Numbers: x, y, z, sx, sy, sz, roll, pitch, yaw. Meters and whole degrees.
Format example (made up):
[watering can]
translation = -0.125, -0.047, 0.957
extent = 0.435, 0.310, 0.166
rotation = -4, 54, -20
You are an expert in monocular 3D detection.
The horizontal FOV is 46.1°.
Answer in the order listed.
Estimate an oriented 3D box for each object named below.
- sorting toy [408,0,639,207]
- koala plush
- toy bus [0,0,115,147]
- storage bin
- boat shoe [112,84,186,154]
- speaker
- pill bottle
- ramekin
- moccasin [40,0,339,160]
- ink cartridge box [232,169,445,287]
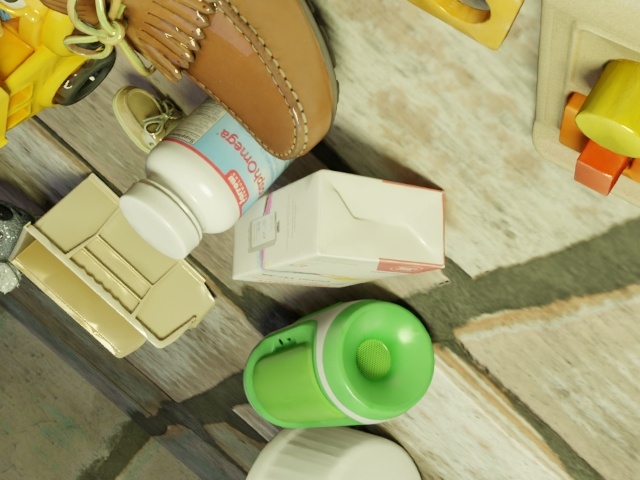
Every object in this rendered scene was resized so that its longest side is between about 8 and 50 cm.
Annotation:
[sorting toy]
translation = 0.180, -0.039, 0.364
extent = 0.348, 0.047, 0.196
rotation = 32, 174, 19
[koala plush]
translation = -0.563, -0.028, 1.253
extent = 0.221, 0.196, 0.203
rotation = 28, 138, -11
[toy bus]
translation = -0.297, -0.174, 0.659
extent = 0.149, 0.211, 0.220
rotation = 45, 152, -7
[storage bin]
translation = -0.319, 0.056, 1.140
extent = 0.260, 0.123, 0.262
rotation = 46, 153, -11
[boat shoe]
translation = -0.138, -0.097, 0.748
extent = 0.048, 0.056, 0.153
rotation = -16, 122, 48
[speaker]
translation = 0.006, 0.147, 0.855
extent = 0.131, 0.131, 0.296
rotation = 44, 154, -8
[pill bottle]
translation = -0.081, -0.063, 0.601
extent = 0.087, 0.160, 0.087
rotation = 31, 153, 18
[ramekin]
translation = 0.028, 0.396, 1.059
extent = 0.135, 0.277, 0.277
rotation = -3, 131, 45
[moccasin]
translation = -0.142, -0.193, 0.494
extent = 0.380, 0.147, 0.139
rotation = 47, 153, -14
[ink cartridge box]
translation = 0.000, 0.000, 0.638
extent = 0.115, 0.067, 0.198
rotation = 7, 169, -28
